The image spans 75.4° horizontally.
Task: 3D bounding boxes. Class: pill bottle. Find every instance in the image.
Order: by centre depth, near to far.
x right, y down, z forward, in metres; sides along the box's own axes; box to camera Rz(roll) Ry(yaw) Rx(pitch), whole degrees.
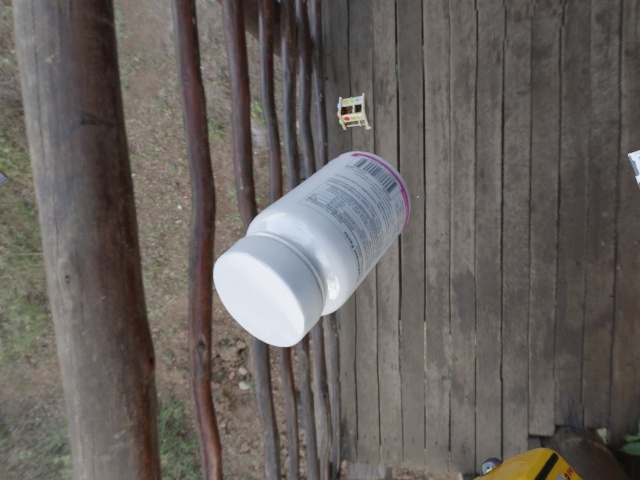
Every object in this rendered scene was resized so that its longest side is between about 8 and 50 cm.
[{"bbox_3d":[0.000,0.000,0.570,0.160,0.283,0.161,21,131,26],"label":"pill bottle"}]

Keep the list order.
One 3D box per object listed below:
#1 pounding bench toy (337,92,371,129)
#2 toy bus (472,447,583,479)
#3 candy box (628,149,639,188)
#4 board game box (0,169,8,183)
[{"bbox_3d":[0.076,-0.279,0.935,0.065,0.083,0.052,-4,63,17],"label":"pounding bench toy"},{"bbox_3d":[0.224,0.425,0.590,0.130,0.108,0.333,50,125,28],"label":"toy bus"},{"bbox_3d":[0.520,-0.049,0.523,0.164,0.070,0.197,-23,68,41],"label":"candy box"},{"bbox_3d":[-0.511,-0.036,0.527,0.201,0.136,0.035,-48,111,-20],"label":"board game box"}]
